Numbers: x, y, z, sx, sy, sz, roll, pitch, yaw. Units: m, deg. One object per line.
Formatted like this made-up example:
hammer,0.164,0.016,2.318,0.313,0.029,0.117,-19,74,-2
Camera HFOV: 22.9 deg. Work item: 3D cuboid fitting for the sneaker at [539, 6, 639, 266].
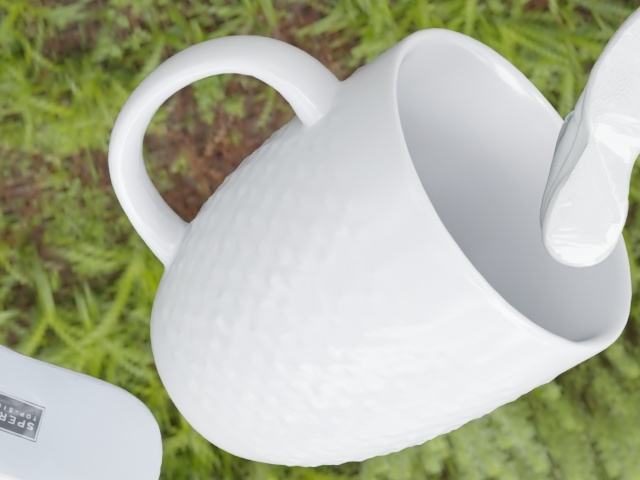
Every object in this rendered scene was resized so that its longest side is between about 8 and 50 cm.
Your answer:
sneaker,0.208,-0.090,1.135,0.080,0.094,0.212,22,110,-11

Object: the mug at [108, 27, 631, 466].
mug,0.000,0.000,1.245,0.328,0.276,0.374,-33,110,33

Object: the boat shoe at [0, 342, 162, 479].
boat shoe,-0.172,0.058,0.677,0.228,0.080,0.076,28,159,-37
